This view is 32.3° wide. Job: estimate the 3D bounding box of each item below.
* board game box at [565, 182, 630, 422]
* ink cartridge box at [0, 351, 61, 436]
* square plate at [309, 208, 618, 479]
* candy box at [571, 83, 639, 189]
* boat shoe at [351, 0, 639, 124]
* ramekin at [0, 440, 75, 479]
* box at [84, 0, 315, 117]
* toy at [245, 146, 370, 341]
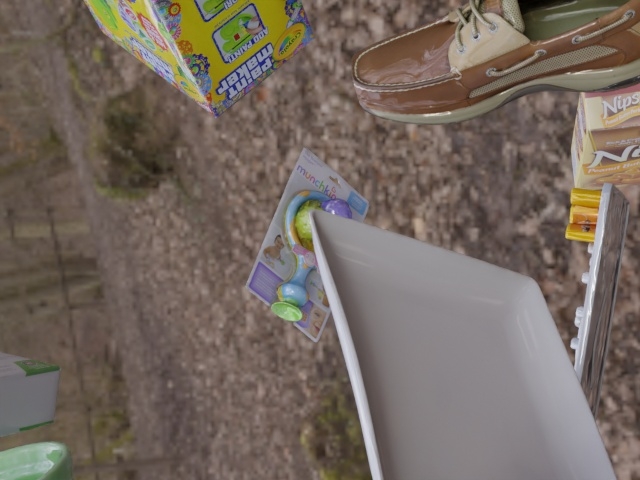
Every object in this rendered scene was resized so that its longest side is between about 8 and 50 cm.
[{"bbox_3d":[0.352,0.126,1.487,0.390,0.050,0.390,5,-86,-72],"label":"board game box"},{"bbox_3d":[-0.517,0.211,1.606,0.160,0.219,0.092,-1,-81,-67],"label":"ink cartridge box"},{"bbox_3d":[0.145,0.149,1.106,0.049,0.344,0.347,-45,44,34],"label":"square plate"},{"bbox_3d":[0.517,-0.174,1.825,0.316,0.183,0.087,57,-152,-73],"label":"candy box"},{"bbox_3d":[0.189,-0.212,1.133,0.120,0.324,0.122,66,-164,-53],"label":"boat shoe"},{"bbox_3d":[-0.470,0.414,1.545,0.303,0.303,0.148,-161,52,-77],"label":"ramekin"},{"bbox_3d":[-0.192,-0.356,1.380,0.290,0.177,0.279,38,163,38],"label":"box"},{"bbox_3d":[0.000,0.000,1.478,0.056,0.137,0.237,-14,45,48],"label":"toy"}]
